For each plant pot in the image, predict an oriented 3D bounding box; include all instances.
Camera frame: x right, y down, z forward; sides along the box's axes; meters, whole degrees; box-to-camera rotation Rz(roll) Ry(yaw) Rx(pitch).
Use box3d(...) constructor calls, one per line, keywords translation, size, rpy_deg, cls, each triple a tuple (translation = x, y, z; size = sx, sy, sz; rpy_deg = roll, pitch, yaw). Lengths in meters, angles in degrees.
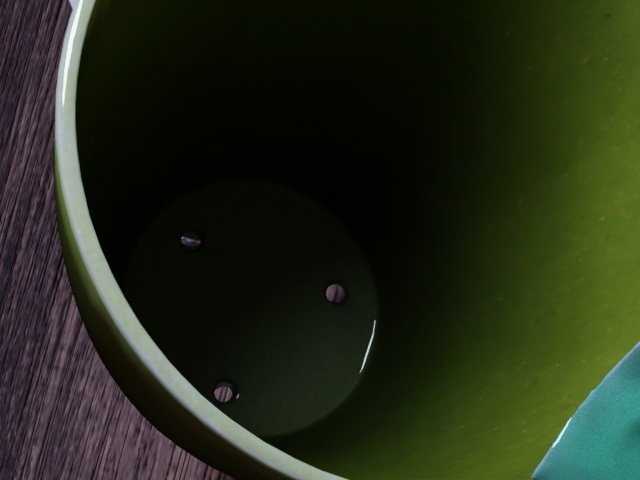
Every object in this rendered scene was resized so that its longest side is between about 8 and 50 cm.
box3d(translation=(0.000, 0.000, 0.830), size=(0.293, 0.274, 0.275), rpy_deg=(137, 144, -68), cls="plant pot")

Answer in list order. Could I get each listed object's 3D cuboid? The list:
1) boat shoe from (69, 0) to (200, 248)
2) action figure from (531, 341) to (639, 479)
box3d(translation=(-0.096, -0.138, 1.220), size=(0.096, 0.116, 0.324), rpy_deg=(-39, 45, 39), cls="boat shoe")
box3d(translation=(0.183, 0.008, 0.627), size=(0.232, 0.137, 0.063), rpy_deg=(-59, 16, 6), cls="action figure")
